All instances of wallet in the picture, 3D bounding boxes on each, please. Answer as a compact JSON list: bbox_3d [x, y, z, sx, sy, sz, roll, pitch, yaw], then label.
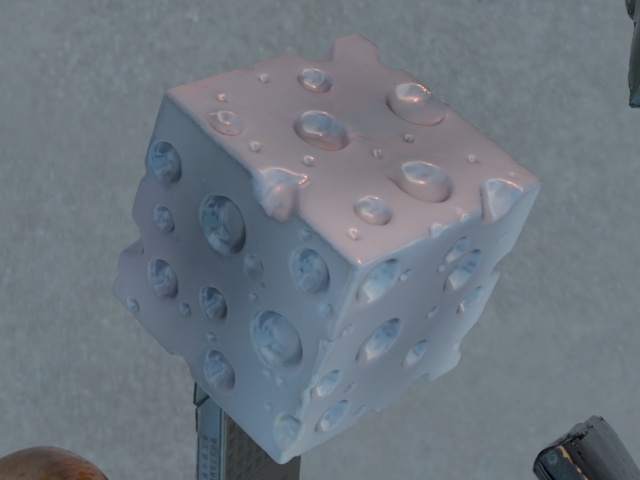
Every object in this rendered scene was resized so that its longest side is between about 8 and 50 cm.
[{"bbox_3d":[0.260,0.264,0.990,0.045,0.318,0.172,-36,168,15],"label":"wallet"}]

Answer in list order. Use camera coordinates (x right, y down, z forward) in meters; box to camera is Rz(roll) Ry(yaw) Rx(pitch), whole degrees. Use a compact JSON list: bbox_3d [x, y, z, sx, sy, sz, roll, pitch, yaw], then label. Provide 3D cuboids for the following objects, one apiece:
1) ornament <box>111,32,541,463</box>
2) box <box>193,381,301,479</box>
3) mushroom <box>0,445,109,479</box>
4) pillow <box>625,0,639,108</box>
[{"bbox_3d":[0.000,0.000,1.260,0.239,0.239,0.240,-23,146,-41],"label":"ornament"},{"bbox_3d":[-0.081,0.232,1.711,0.047,0.180,0.325,17,119,27],"label":"box"},{"bbox_3d":[-0.239,0.313,1.223,0.146,0.278,0.278,10,122,-39],"label":"mushroom"},{"bbox_3d":[0.235,-0.229,0.679,0.101,0.228,0.326,13,134,-18],"label":"pillow"}]
